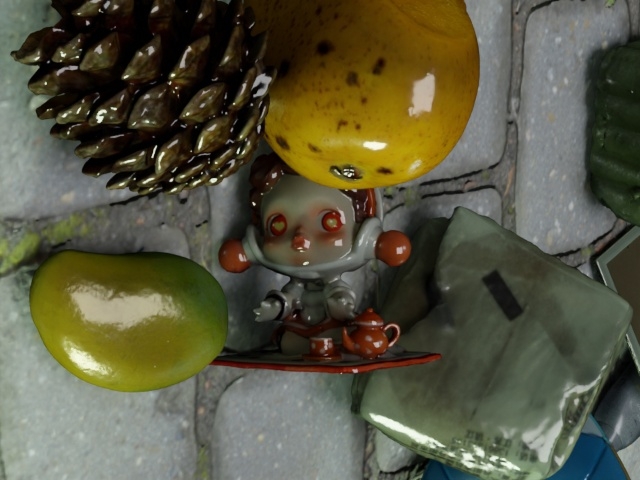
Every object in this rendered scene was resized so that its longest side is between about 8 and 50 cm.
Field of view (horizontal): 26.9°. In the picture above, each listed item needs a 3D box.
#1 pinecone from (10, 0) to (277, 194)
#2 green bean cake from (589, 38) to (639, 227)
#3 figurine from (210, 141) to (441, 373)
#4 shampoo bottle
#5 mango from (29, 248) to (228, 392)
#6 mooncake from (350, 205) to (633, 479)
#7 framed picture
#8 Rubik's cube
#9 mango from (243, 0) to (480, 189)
[{"bbox_3d":[-0.139,-0.128,1.040,0.204,0.179,0.184,20,95,-29],"label":"pinecone"},{"bbox_3d":[0.425,-0.135,1.616,0.222,0.125,0.227,-24,120,-40],"label":"green bean cake"},{"bbox_3d":[0.000,0.000,1.228,0.160,0.183,0.226,0,90,-53],"label":"figurine"},{"bbox_3d":[0.431,0.192,1.767,0.234,0.049,0.087,-45,123,-26],"label":"shampoo bottle"},{"bbox_3d":[-0.164,0.068,1.143,0.191,0.085,0.122,5,109,-35],"label":"mango"},{"bbox_3d":[0.174,0.122,1.399,0.254,0.136,0.250,28,77,-2],"label":"mooncake"},{"bbox_3d":[0.463,0.090,1.746,0.217,0.017,0.274,-33,107,-32],"label":"framed picture"},{"bbox_3d":[0.262,0.234,1.502,0.254,0.254,0.254,-15,112,-40],"label":"Rubik's cube"},{"bbox_3d":[0.018,-0.160,1.134,0.160,0.290,0.191,11,130,-39],"label":"mango"}]
